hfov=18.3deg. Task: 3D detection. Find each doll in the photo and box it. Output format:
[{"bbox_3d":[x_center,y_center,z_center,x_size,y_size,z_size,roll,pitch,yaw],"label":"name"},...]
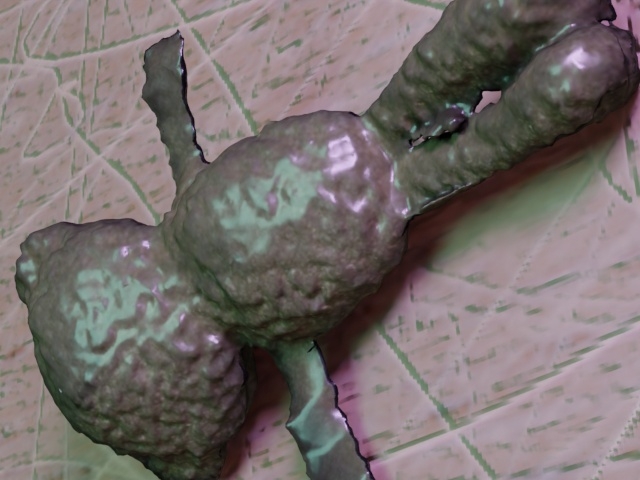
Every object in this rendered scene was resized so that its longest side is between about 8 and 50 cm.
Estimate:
[{"bbox_3d":[-0.012,-0.013,0.770,0.202,0.091,0.286,34,121,17],"label":"doll"}]
